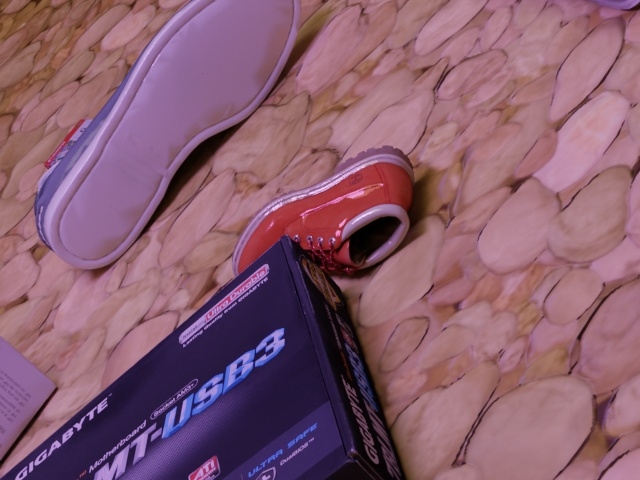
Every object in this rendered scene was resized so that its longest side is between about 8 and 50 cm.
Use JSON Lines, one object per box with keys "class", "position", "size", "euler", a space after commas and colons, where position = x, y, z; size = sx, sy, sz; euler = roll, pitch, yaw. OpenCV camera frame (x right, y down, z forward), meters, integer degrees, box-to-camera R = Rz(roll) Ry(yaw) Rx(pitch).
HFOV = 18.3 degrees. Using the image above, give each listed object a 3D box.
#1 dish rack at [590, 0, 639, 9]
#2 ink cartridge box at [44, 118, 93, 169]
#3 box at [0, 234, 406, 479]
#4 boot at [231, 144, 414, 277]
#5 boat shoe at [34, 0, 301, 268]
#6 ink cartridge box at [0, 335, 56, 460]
{"class": "dish rack", "position": [0.152, -0.345, 1.451], "size": [0.072, 0.332, 0.285], "euler": [-5, 16, -20]}
{"class": "ink cartridge box", "position": [-0.238, -0.088, 1.955], "size": [0.063, 0.029, 0.115], "euler": [-53, 27, -15]}
{"class": "box", "position": [-0.092, 0.168, 1.309], "size": [0.295, 0.073, 0.293], "euler": [-39, 27, 11]}
{"class": "boot", "position": [0.000, 0.000, 1.438], "size": [0.158, 0.059, 0.084], "euler": [-34, 32, 20]}
{"class": "boat shoe", "position": [-0.144, -0.120, 1.766], "size": [0.319, 0.116, 0.099], "euler": [-52, 30, -3]}
{"class": "ink cartridge box", "position": [-0.403, 0.160, 1.636], "size": [0.270, 0.198, 0.197], "euler": [-54, 27, -20]}
